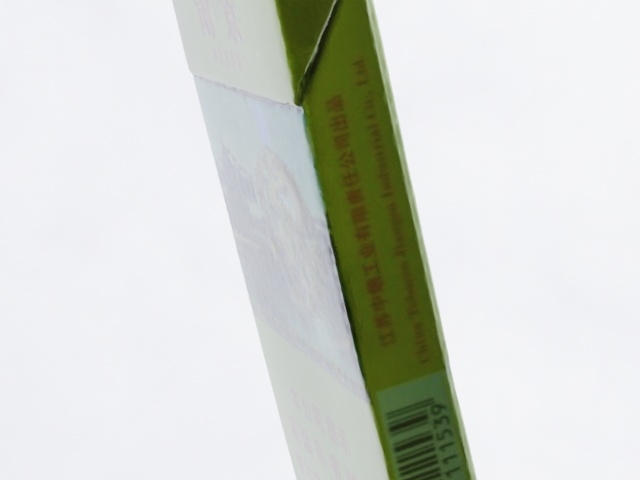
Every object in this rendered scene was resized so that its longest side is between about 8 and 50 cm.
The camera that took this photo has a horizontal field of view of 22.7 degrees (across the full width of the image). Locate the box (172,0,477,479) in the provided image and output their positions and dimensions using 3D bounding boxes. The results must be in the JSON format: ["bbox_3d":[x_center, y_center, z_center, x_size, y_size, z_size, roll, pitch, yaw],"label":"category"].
[{"bbox_3d":[0.000,0.000,0.746,0.047,0.187,0.335,-17,-75,-15],"label":"box"}]
